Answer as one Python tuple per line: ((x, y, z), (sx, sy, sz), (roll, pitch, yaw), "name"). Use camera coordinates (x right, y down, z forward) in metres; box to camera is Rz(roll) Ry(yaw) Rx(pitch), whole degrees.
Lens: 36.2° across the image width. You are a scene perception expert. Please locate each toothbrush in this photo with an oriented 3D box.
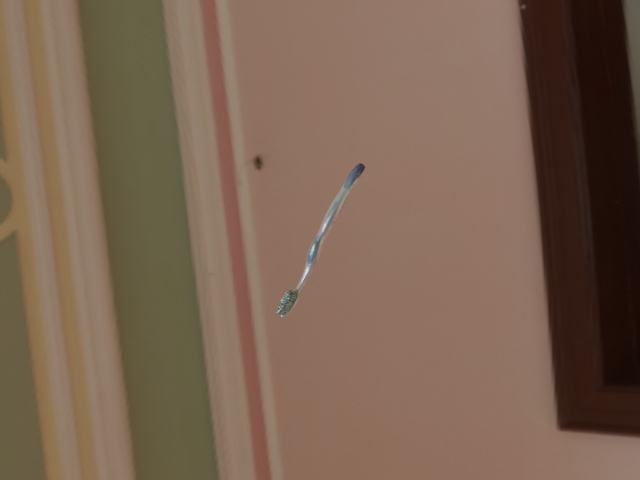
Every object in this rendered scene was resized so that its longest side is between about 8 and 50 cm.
((0.000, 0.000, 1.515), (0.269, 0.021, 0.027), (-62, -25, 5), "toothbrush")
